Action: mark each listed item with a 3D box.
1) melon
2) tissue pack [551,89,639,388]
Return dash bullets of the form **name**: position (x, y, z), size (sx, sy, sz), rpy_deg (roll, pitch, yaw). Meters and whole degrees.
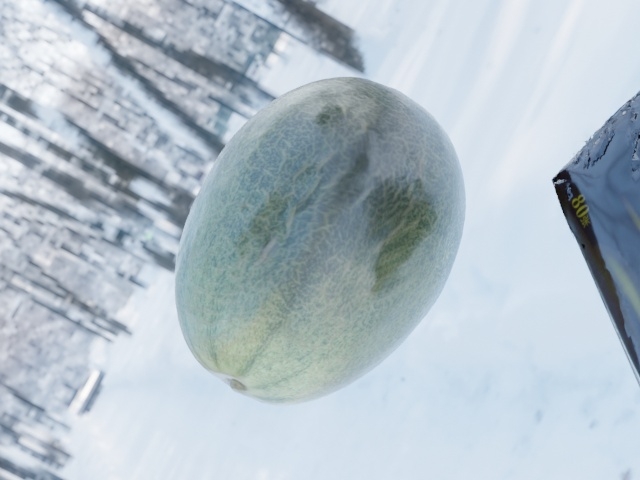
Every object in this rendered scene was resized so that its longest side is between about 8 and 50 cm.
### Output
- **melon**: position (0.000, 0.000, 1.197), size (0.329, 0.249, 0.248), rpy_deg (-57, 7, -13)
- **tissue pack**: position (0.351, 0.038, 0.955), size (0.210, 0.198, 0.370), rpy_deg (-50, 41, 36)
